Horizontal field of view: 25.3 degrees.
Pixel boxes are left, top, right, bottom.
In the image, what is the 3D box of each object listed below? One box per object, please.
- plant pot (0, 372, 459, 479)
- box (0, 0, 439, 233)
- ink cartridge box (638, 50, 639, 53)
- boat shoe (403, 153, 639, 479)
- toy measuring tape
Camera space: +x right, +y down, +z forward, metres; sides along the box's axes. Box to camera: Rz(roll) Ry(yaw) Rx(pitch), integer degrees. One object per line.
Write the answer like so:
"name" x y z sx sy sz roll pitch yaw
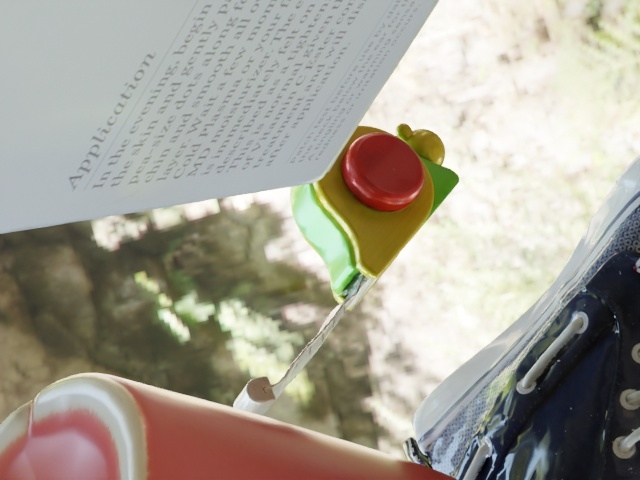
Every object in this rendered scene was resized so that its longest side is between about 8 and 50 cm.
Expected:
"plant pot" -0.062 0.205 0.742 0.243 0.275 0.275 34 -136 -33
"box" -0.109 -0.129 0.377 0.215 0.168 0.345 41 -159 17
"ink cartridge box" 0.392 -0.251 1.126 0.309 0.272 0.130 -12 -98 -62
"boat shoe" 0.200 0.075 0.840 0.127 0.340 0.158 26 -157 -31
"toy measuring tape" 0.000 0.000 1.148 0.330 0.121 0.121 -48 -58 -37
